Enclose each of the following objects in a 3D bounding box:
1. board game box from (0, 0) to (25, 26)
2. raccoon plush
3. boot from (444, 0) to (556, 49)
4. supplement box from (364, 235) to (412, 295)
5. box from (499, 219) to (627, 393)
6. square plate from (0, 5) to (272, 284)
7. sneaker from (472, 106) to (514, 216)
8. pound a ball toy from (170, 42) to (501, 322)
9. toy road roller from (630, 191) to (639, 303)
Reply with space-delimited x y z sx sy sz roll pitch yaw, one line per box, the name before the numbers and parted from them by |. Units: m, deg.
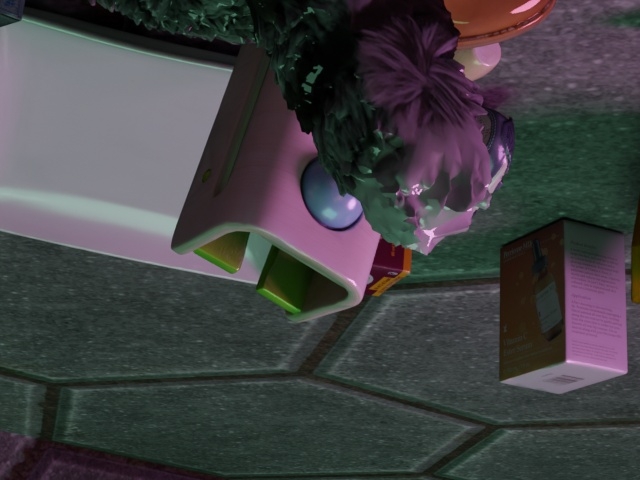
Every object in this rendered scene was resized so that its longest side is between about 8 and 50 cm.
board game box | -0.347 -0.215 1.211 0.194 0.060 0.194 -5 158 18
raccoon plush | -0.117 -0.149 0.888 0.216 0.446 0.299 -10 164 -35
boot | 0.063 -0.242 1.041 0.284 0.109 0.220 14 154 -8
supplement box | 0.000 0.000 1.704 0.188 0.080 0.104 10 159 -16
box | 0.281 0.080 1.746 0.091 0.170 0.130 12 158 -26
square plate | -0.173 -0.089 1.436 0.347 0.049 0.344 12 146 -9
sneaker | 0.059 -0.073 1.464 0.283 0.110 0.122 -15 149 40
pound a ball toy | 0.040 -0.091 1.181 0.208 0.319 0.136 32 149 -25
toy road roller | 0.404 0.047 1.478 0.203 0.240 0.329 8 155 15
